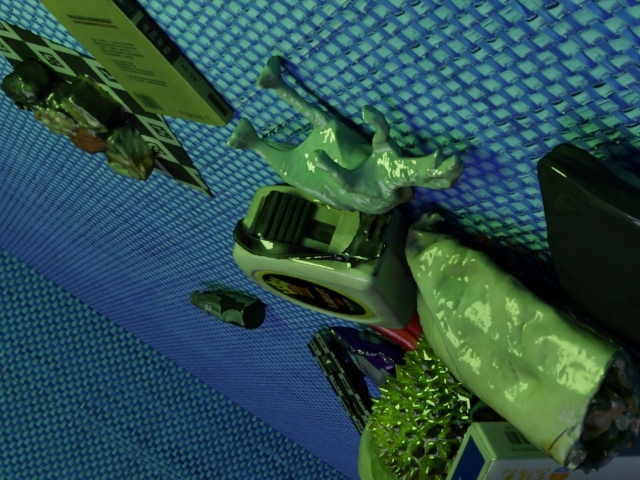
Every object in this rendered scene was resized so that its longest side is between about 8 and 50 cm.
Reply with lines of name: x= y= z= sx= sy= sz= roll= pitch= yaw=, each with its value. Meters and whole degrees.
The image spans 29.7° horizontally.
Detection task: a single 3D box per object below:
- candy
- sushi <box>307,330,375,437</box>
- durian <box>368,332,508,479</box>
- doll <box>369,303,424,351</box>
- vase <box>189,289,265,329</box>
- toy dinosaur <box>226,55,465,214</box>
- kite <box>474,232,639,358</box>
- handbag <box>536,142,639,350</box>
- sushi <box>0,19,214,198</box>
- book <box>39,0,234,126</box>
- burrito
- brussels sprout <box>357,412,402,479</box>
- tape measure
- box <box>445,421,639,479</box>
candy: x=0.110 y=0.215 z=2.020 sx=0.145 sy=0.070 sz=0.275 roll=30 pitch=170 yaw=32
sushi: x=0.061 y=0.257 z=2.204 sx=0.215 sy=0.050 sz=0.192 roll=59 pitch=167 yaw=7
durian: x=0.198 y=0.211 z=1.489 sx=0.291 sy=0.291 sz=0.225 roll=27 pitch=170 yaw=16
doll: x=0.206 y=0.179 z=1.696 sx=0.384 sy=0.099 sz=0.188 roll=41 pitch=165 yaw=-7
vase: x=-0.188 y=0.125 z=2.325 sx=0.211 sy=0.060 sz=0.060 roll=12 pitch=155 yaw=50
toy dinosaur: x=-0.008 y=-0.094 z=1.283 sx=0.205 sy=0.092 sz=0.393 roll=32 pitch=163 yaw=-17
kite: x=0.263 y=0.064 z=1.361 sx=0.141 sy=0.015 sz=0.245 roll=15 pitch=159 yaw=49
handbag: x=0.290 y=0.027 z=1.079 sx=0.191 sy=0.075 sz=0.332 roll=30 pitch=169 yaw=26
sushi: x=-0.342 y=-0.167 z=1.710 sx=0.320 sy=0.069 sz=0.339 roll=25 pitch=163 yaw=23
book: x=-0.218 y=-0.219 z=1.398 sx=0.161 sy=0.026 sz=0.231 roll=16 pitch=158 yaw=42
burrito: x=0.198 y=0.107 z=1.303 sx=0.332 sy=0.135 sz=0.190 roll=40 pitch=-179 yaw=42
brussels sprout: x=0.226 y=0.382 z=1.913 sx=0.354 sy=0.289 sz=0.281 roll=26 pitch=120 yaw=34
tape measure: x=0.000 y=0.000 z=1.449 sx=0.231 sy=0.133 sz=0.271 roll=16 pitch=168 yaw=18
box: x=0.305 y=0.295 z=1.388 sx=0.343 sy=0.200 sz=0.065 roll=3 pitch=-144 yaw=-21
